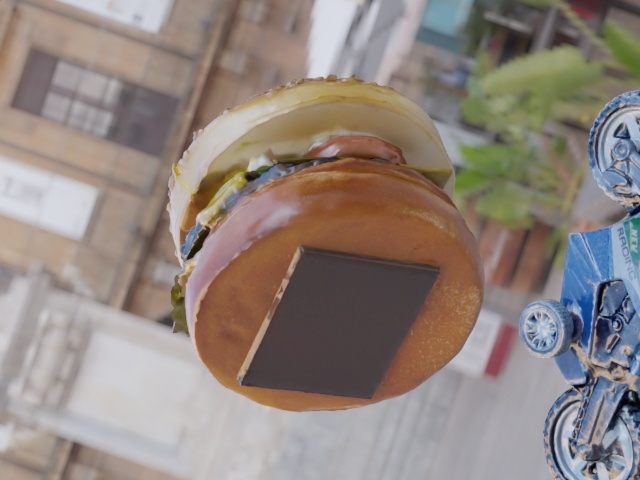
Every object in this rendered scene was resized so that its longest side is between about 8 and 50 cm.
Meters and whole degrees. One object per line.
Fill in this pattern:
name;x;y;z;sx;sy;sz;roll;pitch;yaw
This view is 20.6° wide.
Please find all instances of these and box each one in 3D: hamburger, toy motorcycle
hamburger;0.000;0.000;1.549;0.225;0.291;0.291;-110;29;-45
toy motorcycle;0.195;0.047;1.001;0.092;0.135;0.254;-5;-74;-46
